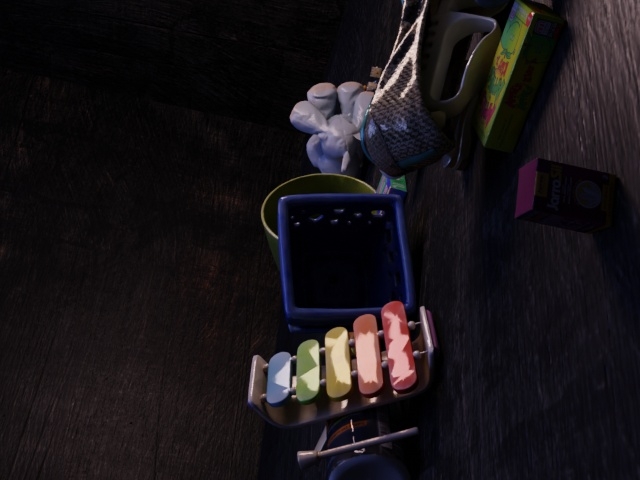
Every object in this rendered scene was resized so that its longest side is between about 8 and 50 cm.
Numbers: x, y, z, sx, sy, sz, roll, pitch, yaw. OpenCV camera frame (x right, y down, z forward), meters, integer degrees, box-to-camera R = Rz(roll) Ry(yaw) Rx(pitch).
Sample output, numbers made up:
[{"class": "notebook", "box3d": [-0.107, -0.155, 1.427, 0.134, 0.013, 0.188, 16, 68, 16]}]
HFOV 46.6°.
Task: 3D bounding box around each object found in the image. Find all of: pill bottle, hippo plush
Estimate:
[{"class": "pill bottle", "box3d": [0.073, 0.306, 1.226, 0.245, 0.131, 0.130, -92, 15, -58]}, {"class": "hippo plush", "box3d": [0.072, -0.274, 2.037, 0.294, 0.234, 0.236, 48, 164, 27]}]

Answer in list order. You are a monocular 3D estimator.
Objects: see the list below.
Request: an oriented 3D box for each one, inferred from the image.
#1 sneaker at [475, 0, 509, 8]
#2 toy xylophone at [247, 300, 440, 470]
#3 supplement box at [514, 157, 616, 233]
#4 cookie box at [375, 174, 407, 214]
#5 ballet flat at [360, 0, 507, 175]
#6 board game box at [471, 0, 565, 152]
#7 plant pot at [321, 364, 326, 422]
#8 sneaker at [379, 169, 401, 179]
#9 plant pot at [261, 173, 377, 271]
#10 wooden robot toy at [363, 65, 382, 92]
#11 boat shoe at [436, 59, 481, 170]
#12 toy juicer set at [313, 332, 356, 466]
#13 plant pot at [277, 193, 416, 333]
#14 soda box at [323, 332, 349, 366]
[{"class": "sneaker", "box3d": [0.277, -0.440, 1.031, 0.122, 0.110, 0.282, 61, -132, -79]}, {"class": "toy xylophone", "box3d": [0.045, 0.223, 1.165, 0.236, 0.323, 0.081, -106, -7, -59]}, {"class": "supplement box", "box3d": [0.238, -0.043, 0.722, 0.043, 0.083, 0.054, 133, 147, -76]}, {"class": "cookie box", "box3d": [0.151, -0.103, 1.594, 0.107, 0.040, 0.091, -90, 15, -53]}, {"class": "ballet flat", "box3d": [0.194, -0.313, 1.128, 0.182, 0.164, 0.482, -9, 55, 40]}, {"class": "board game box", "box3d": [0.257, -0.219, 0.986, 0.092, 0.043, 0.181, -93, 16, -60]}, {"class": "plant pot", "box3d": [0.009, 0.356, 1.744, 0.109, 0.096, 0.109, -88, 12, -54]}, {"class": "sneaker", "box3d": [0.174, -0.255, 1.407, 0.147, 0.105, 0.295, -92, 19, -79]}, {"class": "plant pot", "box3d": [0.010, 0.042, 1.738, 0.274, 0.275, 0.293, -88, -4, -50]}, {"class": "wooden robot toy", "box3d": [0.121, -0.417, 2.131, 0.076, 0.079, 0.173, -91, 14, -59]}, {"class": "boat shoe", "box3d": [0.212, -0.209, 1.191, 0.068, 0.072, 0.189, 123, 158, -70]}, {"class": "toy juicer set", "box3d": [0.068, 0.294, 1.492, 0.209, 0.090, 0.329, -63, 4, 17]}, {"class": "plant pot", "box3d": [0.037, 0.057, 1.401, 0.212, 0.236, 0.235, 104, 163, -70]}, {"class": "soda box", "box3d": [0.051, 0.244, 1.764, 0.169, 0.053, 0.060, 110, 168, -50]}]
